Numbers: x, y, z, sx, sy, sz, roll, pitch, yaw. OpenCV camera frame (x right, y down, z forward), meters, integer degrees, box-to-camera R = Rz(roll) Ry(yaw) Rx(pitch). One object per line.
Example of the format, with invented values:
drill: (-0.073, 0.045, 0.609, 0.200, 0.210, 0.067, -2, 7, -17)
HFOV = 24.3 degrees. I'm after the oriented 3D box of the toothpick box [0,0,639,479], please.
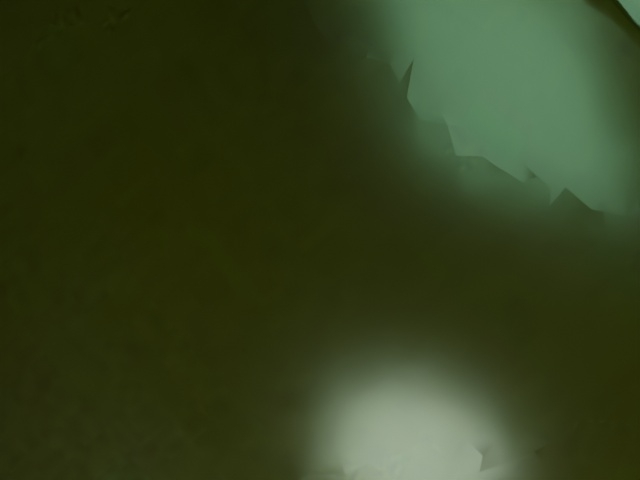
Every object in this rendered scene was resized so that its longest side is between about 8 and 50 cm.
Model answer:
toothpick box: (0.000, 0.000, 0.515, 0.408, 0.425, 0.409, 21, 50, -28)
